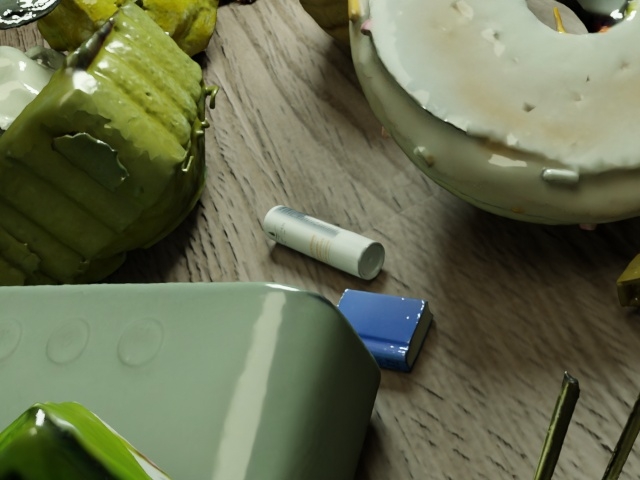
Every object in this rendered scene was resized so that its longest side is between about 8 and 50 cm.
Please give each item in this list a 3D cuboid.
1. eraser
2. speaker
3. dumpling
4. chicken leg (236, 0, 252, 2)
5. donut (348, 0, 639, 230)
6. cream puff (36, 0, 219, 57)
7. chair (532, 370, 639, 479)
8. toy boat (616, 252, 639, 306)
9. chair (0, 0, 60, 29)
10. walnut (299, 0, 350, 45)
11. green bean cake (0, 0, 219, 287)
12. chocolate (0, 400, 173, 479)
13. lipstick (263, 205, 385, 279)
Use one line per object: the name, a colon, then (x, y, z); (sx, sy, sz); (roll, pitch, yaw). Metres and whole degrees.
eraser: (0.051, 0.079, 0.759); (0.084, 0.027, 0.063); (7, 54, 31)
speaker: (-0.169, 0.156, 0.690); (0.406, 0.183, 0.184); (-2, 53, 25)
dumpling: (-0.432, -0.207, 1.208); (0.250, 0.132, 0.162); (26, 68, 41)
chicken leg: (-0.136, -0.380, 1.301); (0.145, 0.037, 0.062); (-10, 62, 20)
donut: (0.215, -0.185, 0.763); (0.382, 0.142, 0.383); (-1, 73, 5)
cream puff: (-0.270, -0.364, 1.190); (0.282, 0.185, 0.282); (4, 43, -3)
chair: (0.156, 0.238, 0.479); (0.160, 0.170, 0.326); (29, 110, 38)
toy boat: (0.336, 0.041, 0.621); (0.226, 0.068, 0.088); (0, 55, 26)
chair: (-0.446, -0.190, 0.954); (0.401, 0.226, 0.226); (-47, 23, 46)
walnut: (0.091, -0.363, 0.994); (0.252, 0.277, 0.313); (14, 47, -11)
green bean cake: (-0.250, -0.087, 0.961); (0.285, 0.202, 0.310); (-38, 23, 27)
chocolate: (-0.137, 0.273, 0.454); (0.301, 0.289, 0.137); (-46, 8, 0)
lipstick: (0.000, 0.000, 0.853); (0.141, 0.040, 0.040); (22, 62, 41)
